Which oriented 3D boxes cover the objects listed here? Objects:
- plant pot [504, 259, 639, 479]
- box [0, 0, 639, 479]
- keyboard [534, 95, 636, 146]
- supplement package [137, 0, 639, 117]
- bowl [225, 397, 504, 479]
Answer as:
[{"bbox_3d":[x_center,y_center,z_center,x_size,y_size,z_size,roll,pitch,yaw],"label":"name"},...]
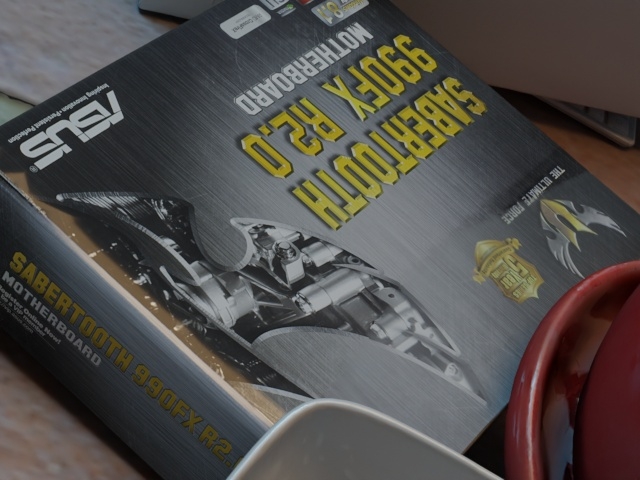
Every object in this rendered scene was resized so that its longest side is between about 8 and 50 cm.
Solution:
[{"bbox_3d":[0.167,0.072,0.593,0.191,0.174,0.191,18,60,-34],"label":"plant pot"},{"bbox_3d":[0.000,0.000,0.680,0.183,0.056,0.231,42,39,9],"label":"box"},{"bbox_3d":[0.133,-0.136,0.959,0.072,0.014,0.256,24,39,-7],"label":"keyboard"},{"bbox_3d":[0.083,-0.187,0.826,0.293,0.177,0.175,10,46,-16],"label":"supplement package"},{"bbox_3d":[0.014,0.132,0.524,0.142,0.053,0.142,33,67,2],"label":"bowl"}]
